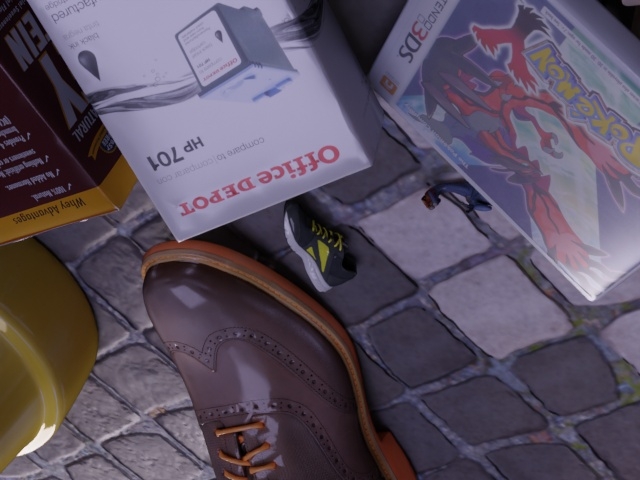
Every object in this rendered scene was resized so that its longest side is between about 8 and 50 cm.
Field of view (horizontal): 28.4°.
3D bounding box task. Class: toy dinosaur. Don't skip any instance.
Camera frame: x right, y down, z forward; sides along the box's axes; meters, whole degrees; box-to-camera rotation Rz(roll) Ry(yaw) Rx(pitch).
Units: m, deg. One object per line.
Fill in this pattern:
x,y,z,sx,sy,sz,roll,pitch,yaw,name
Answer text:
0.111,-0.025,0.831,0.090,0.047,0.082,40,153,-31,toy dinosaur

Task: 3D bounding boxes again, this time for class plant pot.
-0.339,0.126,1.011,0.254,0.239,0.254,11,134,11,plant pot

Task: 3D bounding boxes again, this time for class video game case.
0.123,-0.069,0.707,0.201,0.023,0.183,45,155,6,video game case

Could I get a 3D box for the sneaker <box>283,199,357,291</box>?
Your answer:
0.000,0.000,0.909,0.035,0.031,0.083,-17,129,17,sneaker

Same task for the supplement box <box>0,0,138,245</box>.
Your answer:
-0.230,-0.109,0.819,0.191,0.129,0.194,-14,125,31,supplement box

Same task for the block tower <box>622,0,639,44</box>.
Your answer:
0.206,-0.132,0.652,0.097,0.091,0.335,-2,130,22,block tower

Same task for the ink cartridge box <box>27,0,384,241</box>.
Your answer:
-0.065,-0.113,0.750,0.140,0.082,0.190,-22,114,18,ink cartridge box

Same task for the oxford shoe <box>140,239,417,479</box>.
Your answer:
-0.032,0.153,0.988,0.130,0.132,0.363,-14,125,32,oxford shoe
